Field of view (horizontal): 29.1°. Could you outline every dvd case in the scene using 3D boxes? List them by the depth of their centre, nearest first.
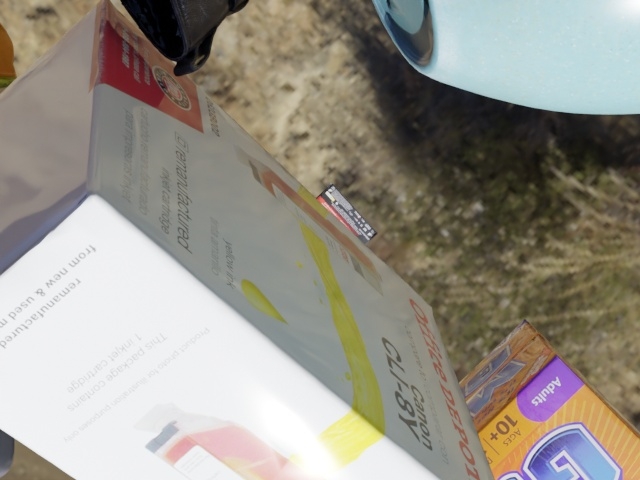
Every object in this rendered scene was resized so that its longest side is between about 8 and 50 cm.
[{"bbox_3d":[0.000,0.000,1.530,0.087,0.119,0.013,47,168,-6],"label":"dvd case"}]

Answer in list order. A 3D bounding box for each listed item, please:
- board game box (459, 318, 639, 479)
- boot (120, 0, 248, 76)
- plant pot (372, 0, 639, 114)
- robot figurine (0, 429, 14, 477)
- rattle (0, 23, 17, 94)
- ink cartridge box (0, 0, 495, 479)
[{"bbox_3d":[0.284,0.368,1.621,0.356,0.356,0.356,45,-176,0],"label":"board game box"},{"bbox_3d":[-0.087,-0.271,0.852,0.091,0.229,0.263,-12,111,46],"label":"boot"},{"bbox_3d":[0.123,-0.188,0.677,0.290,0.195,0.290,158,90,-83],"label":"plant pot"},{"bbox_3d":[-0.323,0.102,0.966,0.173,0.209,0.278,149,120,-79],"label":"robot figurine"},{"bbox_3d":[-0.419,-0.152,1.500,0.143,0.130,0.199,48,146,7],"label":"rattle"},{"bbox_3d":[-0.065,0.060,0.846,0.385,0.160,0.279,43,-162,-29],"label":"ink cartridge box"}]
